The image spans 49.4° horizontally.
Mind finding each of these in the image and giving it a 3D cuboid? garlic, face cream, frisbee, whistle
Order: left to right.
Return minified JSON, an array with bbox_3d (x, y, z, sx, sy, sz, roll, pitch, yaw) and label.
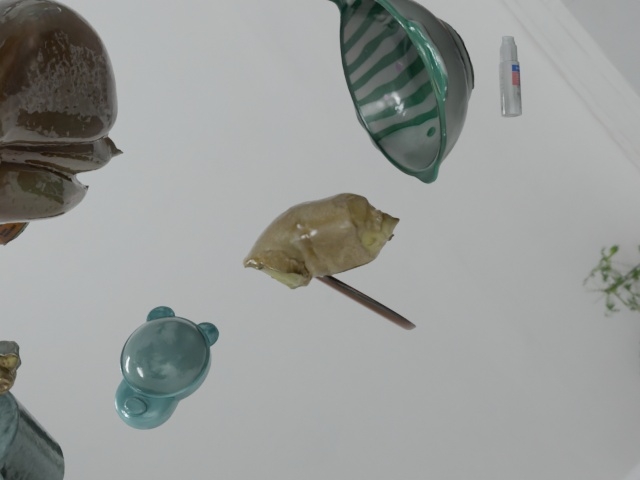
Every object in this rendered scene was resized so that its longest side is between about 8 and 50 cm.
[{"bbox_3d":[-0.460,0.364,1.029,0.404,0.188,0.168,24,147,30],"label":"whistle"},{"bbox_3d":[-0.362,-0.160,0.860,0.132,0.279,0.325,22,-163,7],"label":"garlic"},{"bbox_3d":[0.069,0.107,1.326,0.250,0.021,0.251,29,177,2],"label":"frisbee"},{"bbox_3d":[0.304,-0.265,1.119,0.034,0.034,0.130,48,-141,-87],"label":"face cream"}]

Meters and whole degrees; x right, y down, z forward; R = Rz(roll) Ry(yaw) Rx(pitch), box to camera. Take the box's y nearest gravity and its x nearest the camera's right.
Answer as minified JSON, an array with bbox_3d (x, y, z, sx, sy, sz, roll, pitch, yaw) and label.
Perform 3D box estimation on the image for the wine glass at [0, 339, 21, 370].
[{"bbox_3d":[-0.722,0.202,1.397,0.156,0.156,0.232,50,171,39],"label":"wine glass"}]

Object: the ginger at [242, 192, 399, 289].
[{"bbox_3d":[0.000,0.000,1.166,0.138,0.267,0.152,60,-174,-45],"label":"ginger"}]

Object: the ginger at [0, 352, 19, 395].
[{"bbox_3d":[-0.464,0.169,0.892,0.213,0.137,0.074,26,179,33],"label":"ginger"}]

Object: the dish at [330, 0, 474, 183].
[{"bbox_3d":[0.092,-0.185,0.728,0.246,0.078,0.224,64,165,0],"label":"dish"}]

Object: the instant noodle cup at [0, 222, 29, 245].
[{"bbox_3d":[-0.625,-0.102,1.308,0.172,0.216,0.216,38,-174,-31],"label":"instant noodle cup"}]

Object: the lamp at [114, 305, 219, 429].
[{"bbox_3d":[-0.372,0.300,1.624,0.209,0.284,0.147,19,168,16],"label":"lamp"}]
